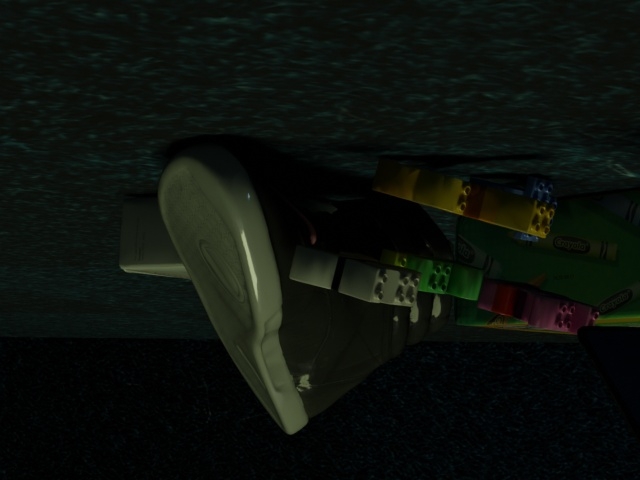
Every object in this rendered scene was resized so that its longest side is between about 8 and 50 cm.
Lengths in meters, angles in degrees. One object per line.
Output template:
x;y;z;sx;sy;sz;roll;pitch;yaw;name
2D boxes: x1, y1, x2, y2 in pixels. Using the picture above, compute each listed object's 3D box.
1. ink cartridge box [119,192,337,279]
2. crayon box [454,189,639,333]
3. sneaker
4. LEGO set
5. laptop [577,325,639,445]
-0.061;-0.002;1.282;0.122;0.052;0.088;-4;172;34;ink cartridge box
0.235;0.017;1.239;0.165;0.081;0.278;6;173;-34;crayon box
0.000;0.000;1.143;0.147;0.104;0.295;-35;151;-10;sneaker
0.098;0.003;1.089;0.093;0.087;0.227;17;-175;40;LEGO set
0.407;0.147;0.935;0.382;0.236;0.408;2;173;-41;laptop
